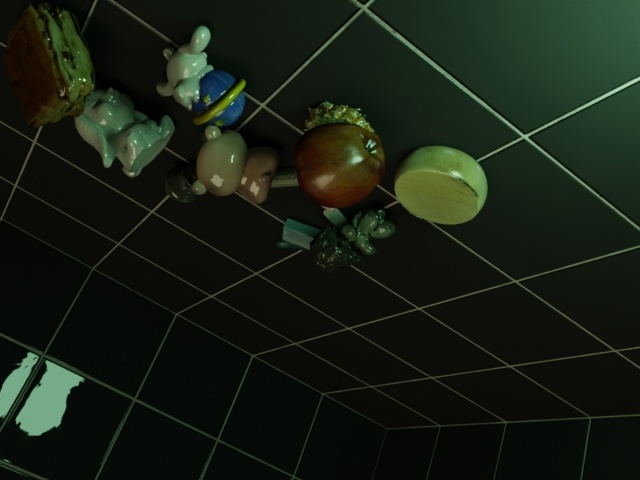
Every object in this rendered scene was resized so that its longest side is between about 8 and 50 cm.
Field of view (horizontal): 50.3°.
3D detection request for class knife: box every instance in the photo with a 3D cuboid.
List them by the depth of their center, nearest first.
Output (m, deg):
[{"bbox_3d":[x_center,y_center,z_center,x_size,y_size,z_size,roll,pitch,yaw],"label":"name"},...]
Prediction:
[{"bbox_3d":[0.041,-0.086,2.209,0.081,0.043,0.336,1,148,33],"label":"knife"}]

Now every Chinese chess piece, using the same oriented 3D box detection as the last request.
[{"bbox_3d":[0.323,-0.148,1.836,0.250,0.097,0.251,17,151,10],"label":"Chinese chess piece"}]

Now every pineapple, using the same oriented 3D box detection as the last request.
[{"bbox_3d":[0.044,-0.292,1.833,0.221,0.047,0.221,17,153,9],"label":"pineapple"}]

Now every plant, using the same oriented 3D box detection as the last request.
[{"bbox_3d":[0.102,-0.005,2.153,0.274,0.149,0.146,-30,162,24],"label":"plant"}]

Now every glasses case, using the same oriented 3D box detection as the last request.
[{"bbox_3d":[0.000,0.000,2.372,0.266,0.056,0.105,20,155,4],"label":"glasses case"}]

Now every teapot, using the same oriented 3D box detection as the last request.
[{"bbox_3d":[-0.441,-0.193,2.294,0.119,0.130,0.165,-25,162,36],"label":"teapot"}]

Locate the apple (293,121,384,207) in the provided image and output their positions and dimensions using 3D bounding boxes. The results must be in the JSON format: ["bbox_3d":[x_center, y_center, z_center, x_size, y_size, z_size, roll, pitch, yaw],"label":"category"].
[{"bbox_3d":[0.042,-0.197,1.735,0.234,0.234,0.234,17,152,9],"label":"apple"}]

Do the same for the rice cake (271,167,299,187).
[{"bbox_3d":[-0.141,-0.194,2.130,0.256,0.057,0.052,-1,162,36],"label":"rice cake"}]

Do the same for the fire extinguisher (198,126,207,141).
[{"bbox_3d":[-0.346,-0.314,2.094,0.038,0.025,0.083,-11,144,10],"label":"fire extinguisher"}]

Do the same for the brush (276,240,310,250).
[{"bbox_3d":[-0.078,0.020,2.466,0.193,0.032,0.043,-2,132,25],"label":"brush"}]

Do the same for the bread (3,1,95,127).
[{"bbox_3d":[-0.731,-0.478,1.879,0.324,0.167,0.278,-24,88,47],"label":"bread"}]

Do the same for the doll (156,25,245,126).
[{"bbox_3d":[-0.335,-0.393,1.804,0.242,0.160,0.311,39,151,-31],"label":"doll"}]

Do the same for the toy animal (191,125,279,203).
[{"bbox_3d":[-0.241,-0.209,2.015,0.221,0.210,0.229,21,-172,19],"label":"toy animal"}]

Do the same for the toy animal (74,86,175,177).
[{"bbox_3d":[-0.614,-0.336,2.045,0.265,0.272,0.206,37,125,-2],"label":"toy animal"}]
